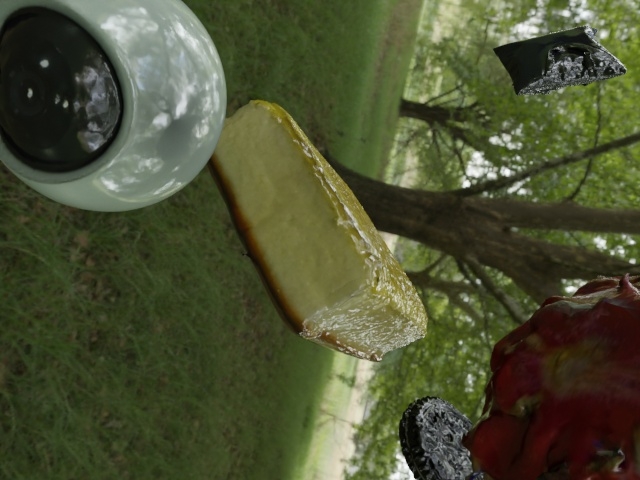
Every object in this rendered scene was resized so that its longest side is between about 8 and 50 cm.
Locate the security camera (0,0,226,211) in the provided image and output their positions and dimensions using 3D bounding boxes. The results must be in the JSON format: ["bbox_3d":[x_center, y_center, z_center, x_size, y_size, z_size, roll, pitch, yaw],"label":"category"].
[{"bbox_3d":[-0.180,-0.124,0.481,0.195,0.236,0.194,-27,131,-36],"label":"security camera"}]

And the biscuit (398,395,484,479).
[{"bbox_3d":[0.204,0.343,0.949,0.053,0.194,0.194,-43,-167,32],"label":"biscuit"}]

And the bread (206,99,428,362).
[{"bbox_3d":[0.000,0.000,0.825,0.323,0.143,0.333,61,10,28],"label":"bread"}]

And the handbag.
[{"bbox_3d":[0.563,-0.427,1.388,0.088,0.254,0.211,74,10,-47],"label":"handbag"}]

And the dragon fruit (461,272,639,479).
[{"bbox_3d":[0.295,0.160,0.484,0.371,0.249,0.386,-42,-159,-25],"label":"dragon fruit"}]
